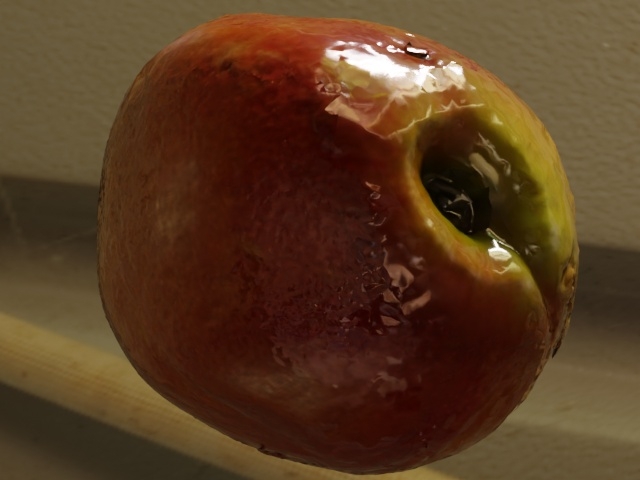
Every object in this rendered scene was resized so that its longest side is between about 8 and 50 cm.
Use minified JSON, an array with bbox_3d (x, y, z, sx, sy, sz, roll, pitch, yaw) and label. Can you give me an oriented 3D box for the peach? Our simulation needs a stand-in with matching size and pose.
[{"bbox_3d":[-0.001,0.002,1.164,0.372,0.372,0.290,9,-123,24],"label":"peach"}]
